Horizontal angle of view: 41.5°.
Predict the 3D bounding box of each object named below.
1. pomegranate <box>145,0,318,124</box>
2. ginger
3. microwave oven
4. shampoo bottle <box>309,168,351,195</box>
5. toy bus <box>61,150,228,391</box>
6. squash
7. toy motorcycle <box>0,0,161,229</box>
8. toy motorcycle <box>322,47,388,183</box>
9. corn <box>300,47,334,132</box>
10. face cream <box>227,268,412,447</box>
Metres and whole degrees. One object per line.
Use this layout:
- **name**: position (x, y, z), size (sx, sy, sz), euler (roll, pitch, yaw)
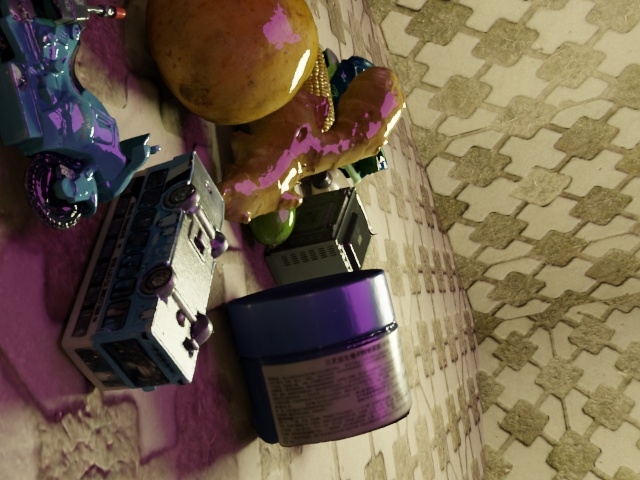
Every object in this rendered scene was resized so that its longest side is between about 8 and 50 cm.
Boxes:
- **pomegranate**: position (-0.134, -0.300, 1.245), size (0.260, 0.260, 0.260), euler (-14, 90, -74)
- **ginger**: position (-0.037, -0.163, 1.411), size (0.122, 0.363, 0.348), euler (142, -43, -60)
- **microwave oven**: position (0.000, 0.000, 1.579), size (0.205, 0.163, 0.129), euler (-71, 141, -57)
- **shampoo bottle**: position (0.036, -0.086, 1.912), size (0.257, 0.078, 0.127), euler (50, 49, -57)
- **toy bus**: position (-0.190, 0.029, 0.970), size (0.297, 0.131, 0.106), euler (-85, 155, -47)
- **squash**: position (-0.097, -0.166, 1.500), size (0.101, 0.101, 0.378), euler (47, 35, -60)
- **toy motorcycle**: position (-0.266, -0.151, 0.887), size (0.182, 0.124, 0.272), euler (-19, 96, -64)
- **toy motorcycle**: position (0.066, -0.302, 1.985), size (0.125, 0.196, 0.331), euler (-62, 134, -67)
- **corn**: position (-0.021, -0.314, 1.875), size (0.101, 0.101, 0.310), euler (25, 52, -70)
- **face cream**: position (0.000, 0.175, 1.279), size (0.249, 0.249, 0.225), euler (-14, 93, -74)
